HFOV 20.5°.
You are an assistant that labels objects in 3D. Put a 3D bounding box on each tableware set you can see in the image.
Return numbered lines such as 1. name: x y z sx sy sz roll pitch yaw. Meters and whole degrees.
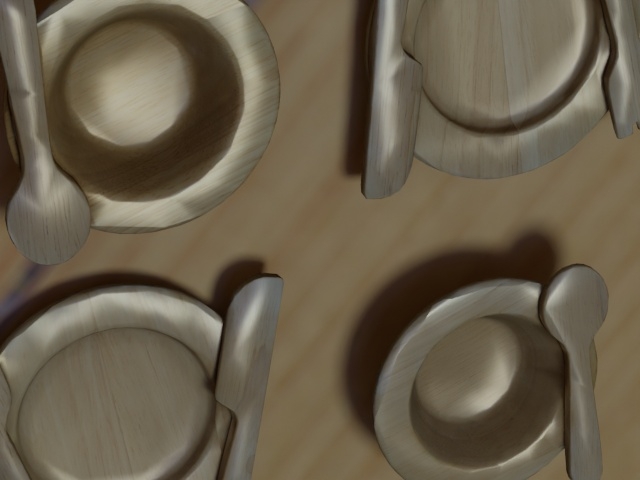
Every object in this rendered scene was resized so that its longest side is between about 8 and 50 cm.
1. tableware set: 0.000 0.000 0.376 0.168 0.020 0.141 -9 116 -18
